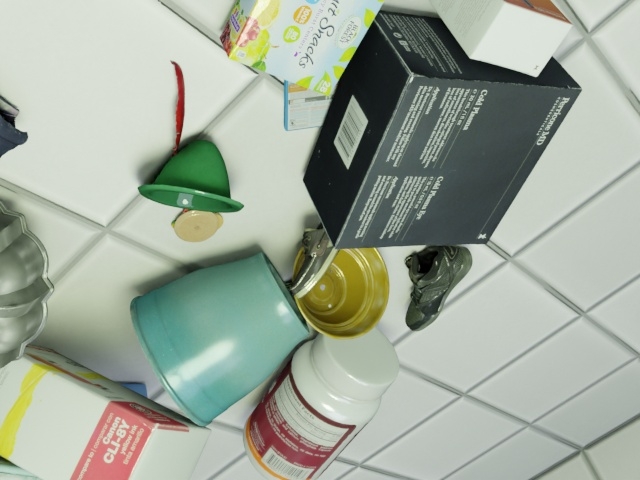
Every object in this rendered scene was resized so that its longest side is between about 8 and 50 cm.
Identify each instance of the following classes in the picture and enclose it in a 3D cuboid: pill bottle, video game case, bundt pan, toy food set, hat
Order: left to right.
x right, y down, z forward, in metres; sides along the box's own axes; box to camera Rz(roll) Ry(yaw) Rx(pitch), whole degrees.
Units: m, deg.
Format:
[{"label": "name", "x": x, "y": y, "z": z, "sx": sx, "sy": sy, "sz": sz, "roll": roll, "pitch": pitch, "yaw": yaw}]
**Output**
[{"label": "bundt pan", "x": -0.576, "y": 0.080, "z": 1.102, "sx": 0.330, "sy": 0.124, "sz": 0.331, "roll": -2, "pitch": 102, "yaw": -9}, {"label": "toy food set", "x": -0.221, "y": -0.029, "z": 1.329, "sx": 0.083, "sy": 0.020, "sz": 0.082, "roll": -36, "pitch": 136, "yaw": 17}, {"label": "hat", "x": -0.194, "y": -0.152, "z": 1.207, "sx": 0.172, "sy": 0.184, "sz": 0.208, "roll": 11, "pitch": 172, "yaw": -22}, {"label": "pill bottle", "x": -0.002, "y": 0.365, "z": 1.687, "sx": 0.223, "sy": 0.224, "sz": 0.392, "roll": 11, "pitch": 130, "yaw": -31}, {"label": "video game case", "x": 0.001, "y": -0.251, "z": 1.185, "sx": 0.119, "sy": 0.015, "sz": 0.166, "roll": -9, "pitch": 138, "yaw": -12}]

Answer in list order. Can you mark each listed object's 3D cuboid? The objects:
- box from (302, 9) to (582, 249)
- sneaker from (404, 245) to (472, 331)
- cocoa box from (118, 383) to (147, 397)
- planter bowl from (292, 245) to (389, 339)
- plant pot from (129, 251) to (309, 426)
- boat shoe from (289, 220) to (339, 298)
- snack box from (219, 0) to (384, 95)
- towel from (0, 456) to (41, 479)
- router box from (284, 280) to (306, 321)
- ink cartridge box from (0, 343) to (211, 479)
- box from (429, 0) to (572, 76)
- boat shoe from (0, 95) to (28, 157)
[{"label": "box", "x": 0.181, "y": -0.166, "z": 1.213, "sx": 0.312, "sy": 0.179, "sz": 0.343, "roll": 0, "pitch": 136, "yaw": -26}, {"label": "sneaker", "x": 0.216, "y": 0.098, "z": 1.595, "sx": 0.130, "sy": 0.087, "sz": 0.228, "roll": 10, "pitch": 128, "yaw": -28}, {"label": "cocoa box", "x": -0.477, "y": 0.497, "z": 1.542, "sx": 0.231, "sy": 0.347, "sz": 0.228, "roll": 7, "pitch": 132, "yaw": -28}, {"label": "planter bowl", "x": 0.022, "y": 0.088, "z": 1.465, "sx": 0.217, "sy": 0.217, "sz": 0.090, "roll": 7, "pitch": 168, "yaw": -28}, {"label": "plant pot", "x": -0.169, "y": 0.161, "z": 1.384, "sx": 0.255, "sy": 0.272, "sz": 0.272, "roll": -30, "pitch": 138, "yaw": 0}, {"label": "boat shoe", "x": 0.001, "y": -0.001, "z": 1.361, "sx": 0.073, "sy": 0.080, "sz": 0.224, "roll": 36, "pitch": 82, "yaw": -11}, {"label": "snack box", "x": -0.017, "y": -0.327, "z": 1.042, "sx": 0.174, "sy": 0.070, "sz": 0.207, "roll": 15, "pitch": 123, "yaw": -32}, {"label": "towel", "x": -0.617, "y": 0.375, "z": 1.239, "sx": 0.320, "sy": 0.090, "sz": 0.374, "roll": 11, "pitch": 163, "yaw": 22}, {"label": "router box", "x": -0.080, "y": 0.140, "z": 1.553, "sx": 0.092, "sy": 0.038, "sz": 0.123, "roll": -13, "pitch": 139, "yaw": -8}, {"label": "ink cartridge box", "x": -0.424, "y": 0.316, "z": 1.297, "sx": 0.161, "sy": 0.384, "sz": 0.279, "roll": -66, "pitch": 164, "yaw": -10}, {"label": "box", "x": 0.256, "y": -0.333, "z": 1.080, "sx": 0.130, "sy": 0.171, "sz": 0.091, "roll": 7, "pitch": 132, "yaw": -29}, {"label": "boat shoe", "x": -0.532, "y": -0.180, "z": 0.946, "sx": 0.158, "sy": 0.127, "sz": 0.340, "roll": -34, "pitch": 157, "yaw": 7}]
